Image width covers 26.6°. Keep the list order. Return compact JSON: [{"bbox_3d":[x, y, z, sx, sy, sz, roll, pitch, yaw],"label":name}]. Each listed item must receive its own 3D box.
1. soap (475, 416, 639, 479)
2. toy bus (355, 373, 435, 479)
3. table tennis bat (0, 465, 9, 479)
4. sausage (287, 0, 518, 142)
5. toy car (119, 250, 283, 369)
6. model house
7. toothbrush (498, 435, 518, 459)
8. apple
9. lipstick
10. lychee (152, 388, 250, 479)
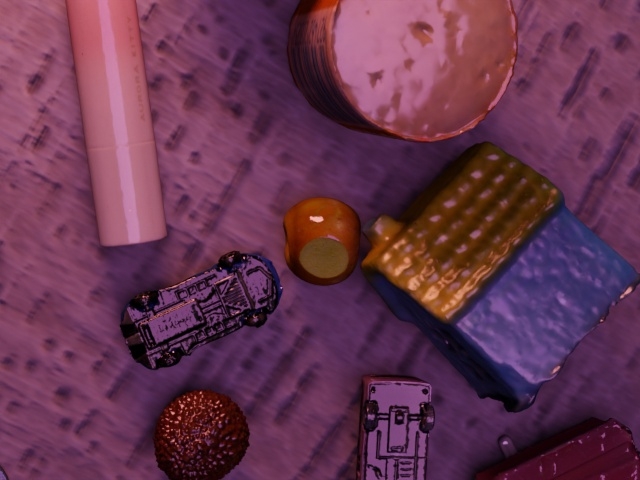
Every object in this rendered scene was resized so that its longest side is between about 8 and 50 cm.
[{"bbox_3d":[0.319,0.350,1.829,0.250,0.099,0.162,-21,97,-18],"label":"soap"},{"bbox_3d":[0.092,0.278,1.789,0.096,0.108,0.198,3,93,-8],"label":"toy bus"},{"bbox_3d":[-0.473,0.319,1.721,0.155,0.019,0.100,2,96,-14],"label":"table tennis bat"},{"bbox_3d":[0.091,-0.237,1.640,0.233,0.287,0.233,-1,95,-11],"label":"sausage"},{"bbox_3d":[-0.153,0.085,1.739,0.216,0.063,0.103,-25,101,-14],"label":"toy car"},{"bbox_3d":[0.211,0.039,1.729,0.303,0.215,0.237,45,79,-10],"label":"model house"},{"bbox_3d":[0.315,0.398,1.890,0.021,0.024,0.288,-28,101,-9],"label":"toothbrush"},{"bbox_3d":[0.000,0.000,1.745,0.102,0.099,0.114,7,120,-4],"label":"apple"},{"bbox_3d":[-0.253,-0.159,1.678,0.087,0.087,0.326,-9,97,-11],"label":"lipstick"},{"bbox_3d":[-0.154,0.257,1.729,0.123,0.129,0.123,4,129,5],"label":"lychee"}]
